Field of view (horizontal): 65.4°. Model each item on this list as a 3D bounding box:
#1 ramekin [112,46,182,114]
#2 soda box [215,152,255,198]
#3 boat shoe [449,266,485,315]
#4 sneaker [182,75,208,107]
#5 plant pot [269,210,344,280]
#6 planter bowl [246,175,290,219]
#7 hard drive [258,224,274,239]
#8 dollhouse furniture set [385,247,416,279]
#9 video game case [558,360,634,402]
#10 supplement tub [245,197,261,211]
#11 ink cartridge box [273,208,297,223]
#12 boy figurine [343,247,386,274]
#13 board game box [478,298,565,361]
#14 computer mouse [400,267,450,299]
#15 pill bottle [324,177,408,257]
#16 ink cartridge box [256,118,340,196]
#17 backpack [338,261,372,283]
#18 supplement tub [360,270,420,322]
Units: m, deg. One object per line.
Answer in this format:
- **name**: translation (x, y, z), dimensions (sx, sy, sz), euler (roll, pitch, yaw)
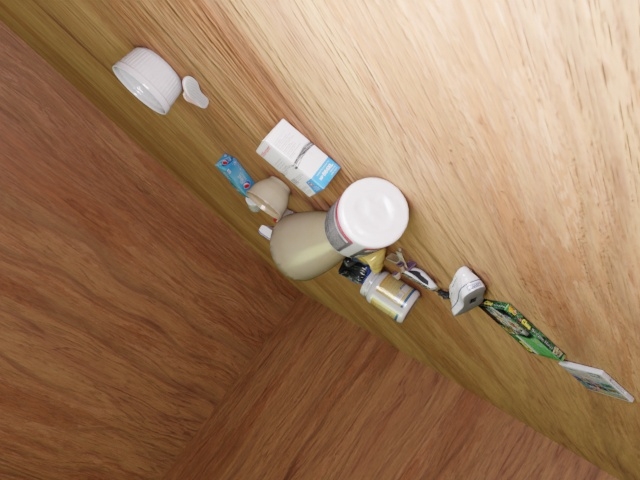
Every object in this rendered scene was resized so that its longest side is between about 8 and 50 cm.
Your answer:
- **ramekin**: translation (-0.537, -0.509, 1.577), dimensions (0.207, 0.109, 0.207), euler (36, 168, 9)
- **soda box**: translation (-0.344, -0.264, 2.065), dimensions (0.071, 0.067, 0.210), euler (29, 165, 32)
- **boat shoe**: translation (0.417, 0.145, 1.440), dimensions (0.258, 0.095, 0.084), euler (80, 167, -64)
- **sneaker**: translation (-0.400, -0.457, 1.522), dimensions (0.070, 0.051, 0.134), euler (27, 169, 21)
- **plant pot**: translation (0.000, 0.000, 1.736), dimensions (0.256, 0.256, 0.274), euler (41, 150, -20)
- **planter bowl**: translation (-0.179, -0.170, 1.848), dimensions (0.162, 0.109, 0.162), euler (34, 167, 9)
- **hard drive**: translation (-0.131, 0.004, 2.272), dimensions (0.210, 0.040, 0.319), euler (34, -171, 14)
- **dollhouse furniture set**: translation (0.236, 0.060, 1.641), dimensions (0.114, 0.091, 0.081), euler (24, 148, 57)
- **video game case**: translation (0.806, 0.410, 1.465), dimensions (0.143, 0.019, 0.157), euler (39, 167, -12)
- **supplement tub**: translation (-0.299, -0.176, 2.262), dimensions (0.071, 0.071, 0.107), euler (35, 167, 8)
- **ink cartridge box**: translation (-0.107, -0.060, 2.137), dimensions (0.231, 0.078, 0.134), euler (26, 164, 43)
- **boy figurine**: translation (0.160, 0.058, 1.794), dimensions (0.177, 0.092, 0.285), euler (50, 167, -16)
- **board game box**: translation (0.596, 0.265, 1.491), dimensions (0.260, 0.030, 0.136), euler (40, 166, -15)
- **computer mouse**: translation (0.356, 0.135, 1.654), dimensions (0.193, 0.042, 0.106), euler (32, 173, -2)
- **pill bottle**: translation (0.106, -0.047, 1.340), dimensions (0.176, 0.176, 0.318), euler (37, 168, -2)
- **ink cartridge box**: translation (-0.065, -0.223, 1.371), dimensions (0.203, 0.086, 0.148), euler (40, 167, -11)
- **backpack**: translation (0.154, 0.119, 2.042), dimensions (0.120, 0.098, 0.101), euler (30, -164, 28)
- **supplement tub**: translation (0.268, 0.209, 1.928), dimensions (0.200, 0.144, 0.144), euler (33, 168, 18)
